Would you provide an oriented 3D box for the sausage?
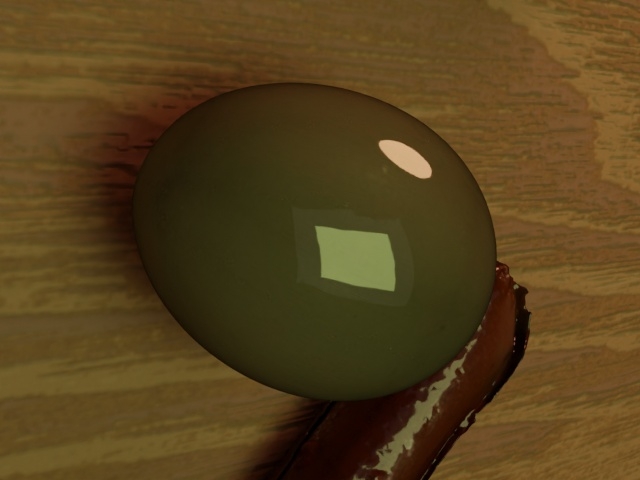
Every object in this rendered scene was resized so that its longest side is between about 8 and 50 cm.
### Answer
[{"bbox_3d":[0.044,0.148,0.747,0.330,0.102,0.102,-49,131,-15],"label":"sausage"}]

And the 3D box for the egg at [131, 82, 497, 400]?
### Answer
[{"bbox_3d":[0.000,0.000,0.590,0.242,0.186,0.185,28,87,-38],"label":"egg"}]
